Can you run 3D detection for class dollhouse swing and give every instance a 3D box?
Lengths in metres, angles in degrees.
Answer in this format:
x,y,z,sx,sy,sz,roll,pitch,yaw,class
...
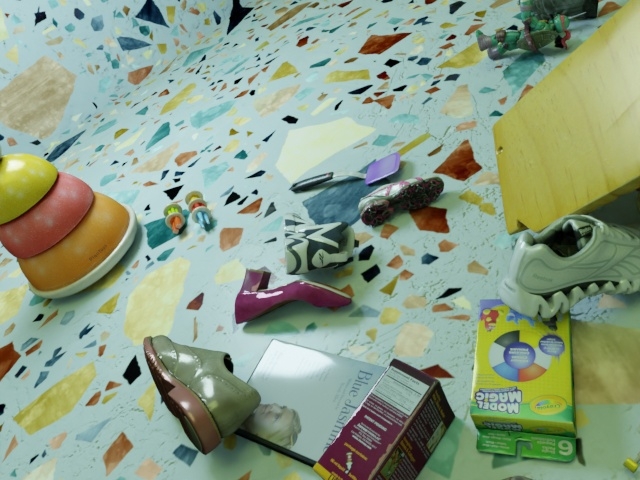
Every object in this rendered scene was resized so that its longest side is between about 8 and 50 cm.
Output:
x,y,z,sx,sy,sz,roll,pitch,yaw,class
0.508,-0.176,0.794,0.305,0.347,0.315,7,67,-17,dollhouse swing

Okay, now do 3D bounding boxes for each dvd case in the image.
x,y,z,sx,sy,sz,roll,pitch,yaw,class
-0.025,0.264,0.835,0.253,0.022,0.180,6,51,36,dvd case

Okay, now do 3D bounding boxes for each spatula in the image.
x,y,z,sx,sy,sz,roll,pitch,yaw,class
0.055,-0.156,1.224,0.297,0.030,0.084,-8,43,26,spatula

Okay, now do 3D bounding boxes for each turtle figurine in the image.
x,y,z,sx,sy,sz,roll,pitch,yaw,class
0.514,-0.520,1.240,0.234,0.175,0.118,-11,66,35,turtle figurine

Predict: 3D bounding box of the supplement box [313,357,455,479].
x,y,z,sx,sy,sz,roll,pitch,yaw,class
0.092,0.272,0.689,0.081,0.104,0.188,20,60,44,supplement box

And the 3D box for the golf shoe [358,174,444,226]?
x,y,z,sx,sy,sz,roll,pitch,yaw,class
0.165,-0.100,1.068,0.186,0.067,0.086,-21,39,12,golf shoe

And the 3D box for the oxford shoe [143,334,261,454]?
x,y,z,sx,sy,sz,roll,pitch,yaw,class
-0.223,0.249,0.916,0.130,0.123,0.348,-27,29,-27,oxford shoe

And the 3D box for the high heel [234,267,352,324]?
x,y,z,sx,sy,sz,roll,pitch,yaw,class
-0.060,0.129,0.980,0.244,0.082,0.117,10,85,21,high heel

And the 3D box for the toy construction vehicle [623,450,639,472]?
x,y,z,sx,sy,sz,roll,pitch,yaw,class
0.413,0.249,0.578,0.098,0.035,0.086,-43,52,-11,toy construction vehicle

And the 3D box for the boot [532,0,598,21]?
x,y,z,sx,sy,sz,roll,pitch,yaw,class
0.582,-0.612,1.238,0.161,0.246,0.083,5,77,32,boot

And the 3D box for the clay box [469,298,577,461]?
x,y,z,sx,sy,sz,roll,pitch,yaw,class
0.282,0.183,0.706,0.128,0.053,0.222,-5,44,27,clay box

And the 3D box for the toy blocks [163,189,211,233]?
x,y,z,sx,sy,sz,roll,pitch,yaw,class
-0.356,-0.062,1.360,0.123,0.054,0.148,-32,40,-3,toy blocks

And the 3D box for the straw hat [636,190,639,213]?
x,y,z,sx,sy,sz,roll,pitch,yaw,class
0.534,-0.060,0.790,0.144,0.144,0.061,-58,8,-29,straw hat

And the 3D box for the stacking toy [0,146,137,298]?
x,y,z,sx,sy,sz,roll,pitch,yaw,class
-0.752,-0.111,1.321,0.351,0.480,0.350,-17,41,15,stacking toy

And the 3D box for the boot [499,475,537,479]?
x,y,z,sx,sy,sz,roll,pitch,yaw,class
0.232,0.334,0.589,0.087,0.042,0.118,-10,44,20,boot

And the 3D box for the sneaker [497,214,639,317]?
x,y,z,sx,sy,sz,roll,pitch,yaw,class
0.393,0.016,0.723,0.292,0.118,0.110,-16,30,-18,sneaker

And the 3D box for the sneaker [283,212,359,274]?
x,y,z,sx,sy,sz,roll,pitch,yaw,class
0.000,0.000,1.056,0.153,0.094,0.235,-2,14,-4,sneaker
